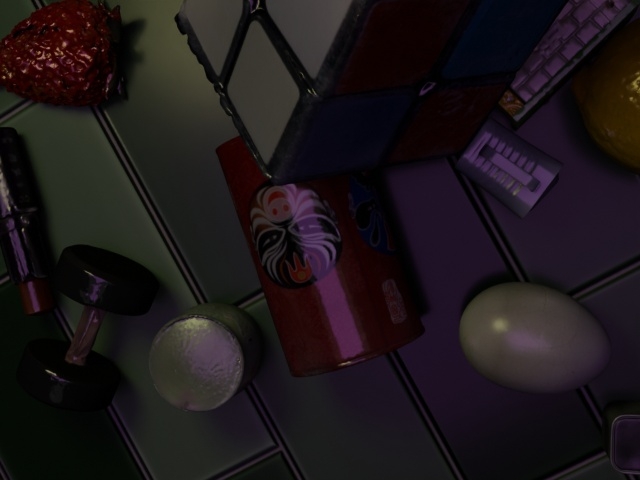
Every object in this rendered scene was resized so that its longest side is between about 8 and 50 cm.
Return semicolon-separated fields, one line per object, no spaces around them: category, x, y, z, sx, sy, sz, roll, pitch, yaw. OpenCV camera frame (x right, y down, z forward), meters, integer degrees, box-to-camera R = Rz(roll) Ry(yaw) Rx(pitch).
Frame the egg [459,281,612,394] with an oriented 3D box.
egg;0.296;0.136;1.220;0.209;0.151;0.151;11;96;3

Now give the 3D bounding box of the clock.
clock;0.264;-0.322;1.222;0.220;0.106;0.255;-44;82;9

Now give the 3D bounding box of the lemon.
lemon;0.474;-0.185;1.129;0.263;0.236;0.236;-17;91;33

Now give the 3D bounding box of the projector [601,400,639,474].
projector;0.443;0.275;1.239;0.083;0.082;0.083;1;94;10

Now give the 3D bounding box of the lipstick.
lipstick;-0.473;-0.028;1.374;0.081;0.081;0.300;-15;91;10

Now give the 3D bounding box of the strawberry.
strawberry;-0.412;-0.293;1.335;0.228;0.098;0.175;7;94;8

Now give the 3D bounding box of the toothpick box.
toothpick box;0.000;0.000;1.235;0.204;0.204;0.334;-18;92;10

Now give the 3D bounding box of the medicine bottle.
medicine bottle;-0.165;0.169;1.305;0.147;0.143;0.148;1;95;9

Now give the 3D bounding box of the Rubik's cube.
Rubik's cube;0.052;-0.292;1.055;0.316;0.318;0.313;59;144;24

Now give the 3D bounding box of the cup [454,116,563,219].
cup;0.261;-0.099;1.222;0.129;0.128;0.095;36;101;8

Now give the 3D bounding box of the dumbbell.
dumbbell;-0.351;0.131;1.330;0.152;0.152;0.218;25;98;7
